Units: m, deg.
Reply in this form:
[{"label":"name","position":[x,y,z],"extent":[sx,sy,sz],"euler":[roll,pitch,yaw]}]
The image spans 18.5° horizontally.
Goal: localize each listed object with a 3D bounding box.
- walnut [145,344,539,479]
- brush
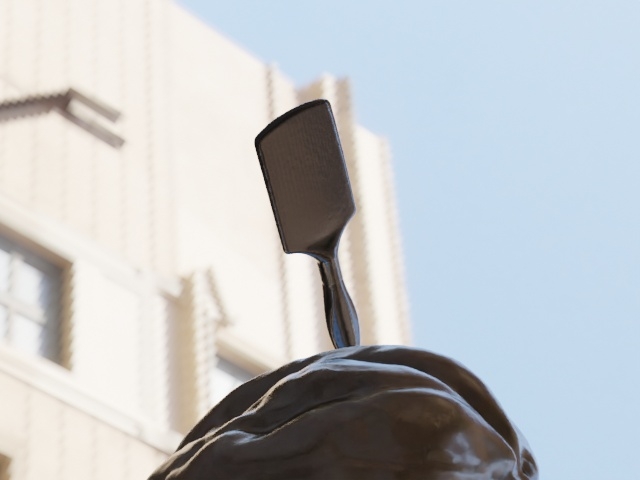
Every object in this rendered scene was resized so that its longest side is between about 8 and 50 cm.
[{"label":"walnut","position":[0.006,0.157,0.905],"extent":[0.224,0.224,0.224],"euler":[-29,-136,34]},{"label":"brush","position":[0.000,0.000,1.276],"extent":[0.063,0.193,0.016],"euler":[-30,-148,-26]}]
